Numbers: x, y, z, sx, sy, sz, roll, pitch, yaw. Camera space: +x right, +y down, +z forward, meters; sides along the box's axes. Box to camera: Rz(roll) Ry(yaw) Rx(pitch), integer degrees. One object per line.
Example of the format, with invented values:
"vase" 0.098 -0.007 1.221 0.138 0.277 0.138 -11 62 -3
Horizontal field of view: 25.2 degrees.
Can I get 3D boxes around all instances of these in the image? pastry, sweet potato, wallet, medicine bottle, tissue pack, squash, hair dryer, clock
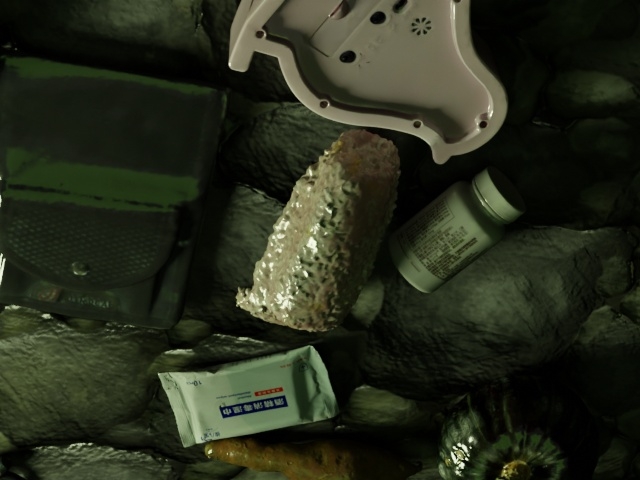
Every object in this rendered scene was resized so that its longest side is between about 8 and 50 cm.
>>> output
"pastry" 0.002 0.011 1.505 0.103 0.112 0.265 13 127 -26
"sweet potato" -0.006 0.273 1.724 0.269 0.075 0.074 7 126 -6
"wallet" -0.241 -0.044 1.492 0.247 0.041 0.323 8 124 -12
"medicine bottle" 0.145 -0.013 1.515 0.140 0.079 0.079 -40 120 22
"tissue pack" -0.082 0.181 1.678 0.193 0.026 0.122 -11 127 4
"squash" 0.232 0.249 1.677 0.193 0.156 0.193 -4 105 -14
"hair dryer" -0.388 0.294 1.745 0.079 0.031 0.083 -29 132 30
"clock" 0.095 -0.230 1.350 0.275 0.080 0.290 27 122 -23
